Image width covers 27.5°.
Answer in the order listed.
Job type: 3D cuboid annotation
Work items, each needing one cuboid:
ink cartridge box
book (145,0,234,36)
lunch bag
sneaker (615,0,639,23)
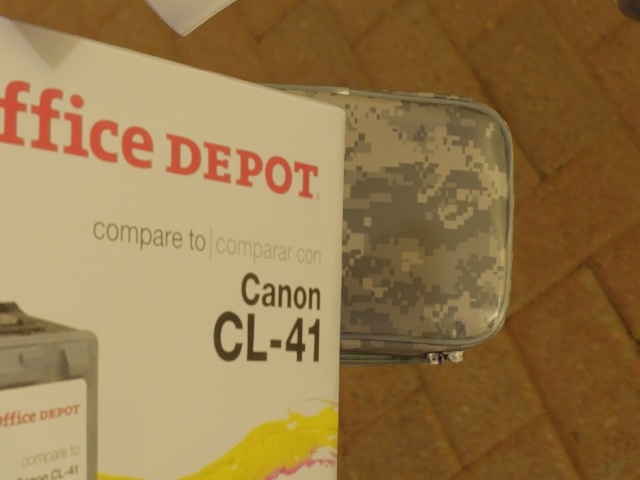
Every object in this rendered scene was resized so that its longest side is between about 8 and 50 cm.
[{"bbox_3d":[-0.104,0.092,0.434,0.131,0.226,0.306,-1,85,36],"label":"ink cartridge box"},{"bbox_3d":[-0.056,-0.122,0.356,0.035,0.096,0.144,-31,26,11],"label":"book"},{"bbox_3d":[0.000,0.000,1.087,0.305,0.256,0.213,2,82,-6],"label":"lunch bag"},{"bbox_3d":[0.416,-0.208,1.323,0.321,0.126,0.127,17,95,54],"label":"sneaker"}]
